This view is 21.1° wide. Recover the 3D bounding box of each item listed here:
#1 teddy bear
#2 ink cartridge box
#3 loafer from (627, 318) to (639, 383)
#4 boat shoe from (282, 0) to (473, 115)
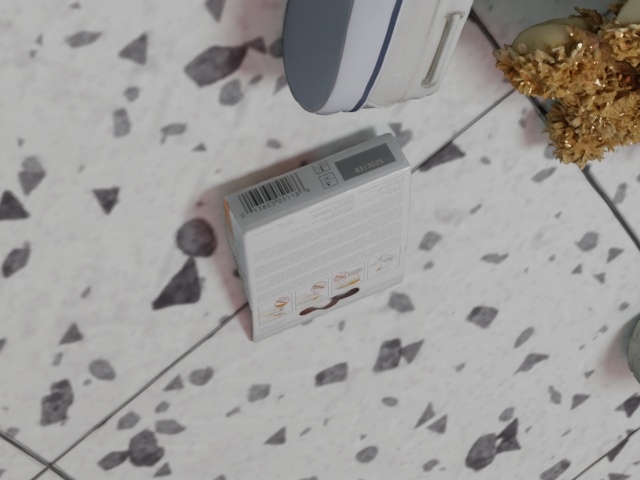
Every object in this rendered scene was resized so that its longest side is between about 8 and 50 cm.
[{"bbox_3d":[0.277,-0.107,1.307,0.245,0.113,0.338,-14,161,18],"label":"teddy bear"},{"bbox_3d":[0.000,0.000,1.374,0.145,0.045,0.179,-22,153,-12],"label":"ink cartridge box"},{"bbox_3d":[0.450,0.088,1.640,0.319,0.111,0.112,-20,134,-14],"label":"loafer"},{"bbox_3d":[0.096,-0.236,1.143,0.156,0.136,0.367,-4,132,-26],"label":"boat shoe"}]
